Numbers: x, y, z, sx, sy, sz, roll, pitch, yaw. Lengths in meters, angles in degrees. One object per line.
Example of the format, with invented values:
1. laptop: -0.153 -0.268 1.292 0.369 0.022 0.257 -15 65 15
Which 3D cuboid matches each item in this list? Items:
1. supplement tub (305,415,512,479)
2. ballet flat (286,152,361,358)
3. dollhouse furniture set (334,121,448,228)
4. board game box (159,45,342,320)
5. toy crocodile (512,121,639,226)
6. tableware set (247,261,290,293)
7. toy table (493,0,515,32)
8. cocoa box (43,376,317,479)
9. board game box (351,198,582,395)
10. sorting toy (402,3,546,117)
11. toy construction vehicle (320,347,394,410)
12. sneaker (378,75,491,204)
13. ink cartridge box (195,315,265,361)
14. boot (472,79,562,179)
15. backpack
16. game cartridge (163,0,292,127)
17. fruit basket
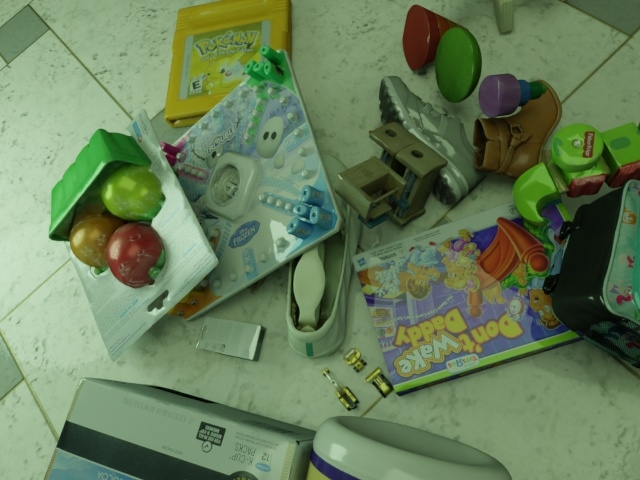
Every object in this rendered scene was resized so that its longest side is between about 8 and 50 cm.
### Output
1. supplement tub: 0.078 0.401 0.576 0.241 0.241 0.331 10 79 18
2. ballet flat: 0.000 0.000 0.864 0.139 0.139 0.400 -2 69 14
3. dollhouse furniture set: 0.091 -0.093 0.838 0.184 0.129 0.129 -29 61 -31
4. board game box: -0.173 -0.104 0.904 0.390 0.050 0.389 -31 61 29
5. toy crocodile: 0.445 -0.128 0.717 0.341 0.115 0.105 -22 68 12
6. tableware set: -0.132 0.017 0.952 0.169 0.020 0.141 35 81 24
7. toy table: 0.345 -0.555 0.944 0.274 0.252 0.160 -18 50 19
8. cocoa box: -0.182 0.358 0.716 0.347 0.231 0.227 9 73 18
9. board game box: 0.252 0.084 0.797 0.347 0.078 0.233 -20 66 6
10. sorting toy: 0.282 -0.335 0.908 0.126 0.127 0.365 -11 42 -15
11. toy construction vehicle: 0.059 0.230 0.813 0.086 0.035 0.098 -39 65 -3
12. sneaker: 0.206 -0.199 0.920 0.115 0.105 0.281 -28 74 -11
13. ink cartridge box: -0.162 0.177 0.894 0.115 0.029 0.062 7 72 18
14. boot: 0.335 -0.201 0.858 0.153 0.073 0.197 4 71 -14
15. backpack: 0.459 0.058 0.633 0.254 0.191 0.225 31 65 -9
16. game cartridge: -0.207 -0.420 1.124 0.286 0.052 0.323 -6 69 12
17. fruit basket: -0.349 -0.010 0.916 0.327 0.165 0.353 -41 72 23
